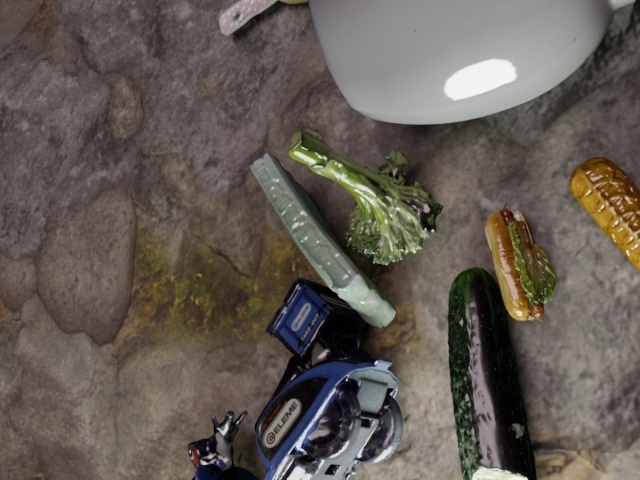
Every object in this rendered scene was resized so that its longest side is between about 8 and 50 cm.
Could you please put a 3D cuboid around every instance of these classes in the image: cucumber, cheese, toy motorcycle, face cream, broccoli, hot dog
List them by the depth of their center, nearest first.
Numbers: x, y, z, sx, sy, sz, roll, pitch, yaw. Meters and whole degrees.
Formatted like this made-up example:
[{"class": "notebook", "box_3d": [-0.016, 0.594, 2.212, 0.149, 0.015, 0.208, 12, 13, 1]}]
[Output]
[{"class": "cucumber", "box_3d": [0.169, 0.145, 0.741, 0.074, 0.074, 0.242, -17, 68, 31]}, {"class": "face cream", "box_3d": [0.173, -0.288, 0.749, 0.356, 0.219, 0.313, -18, 68, 30]}, {"class": "hot dog", "box_3d": [0.210, 0.023, 0.751, 0.041, 0.056, 0.133, -43, 52, 56]}, {"class": "broccoli", "box_3d": [0.043, -0.059, 0.802, 0.122, 0.204, 0.118, -48, 32, 9]}, {"class": "toy motorcycle", "box_3d": [-0.047, 0.242, 0.846, 0.212, 0.125, 0.359, 40, 101, 43]}, {"class": "cheese", "box_3d": [-0.052, -0.377, 1.035, 0.255, 0.050, 0.127, -24, 66, 29]}]

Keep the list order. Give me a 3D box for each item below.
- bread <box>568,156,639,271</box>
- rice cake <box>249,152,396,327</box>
[{"class": "bread", "box_3d": [0.303, -0.019, 0.700, 0.052, 0.044, 0.157, -41, 59, 17]}, {"class": "rice cake", "box_3d": [0.000, 0.000, 0.865, 0.043, 0.127, 0.237, -39, 53, 6]}]
